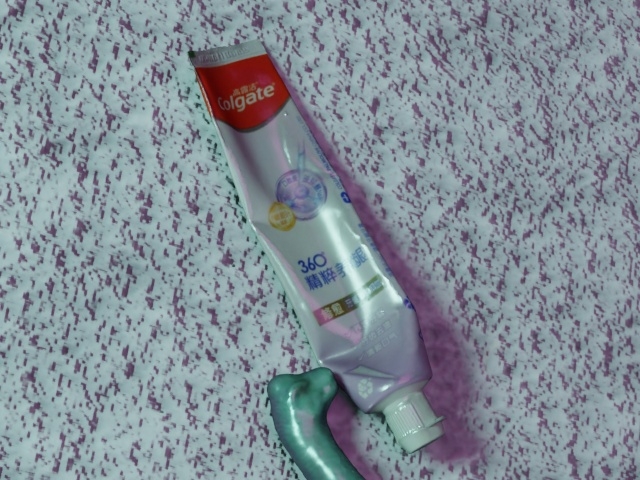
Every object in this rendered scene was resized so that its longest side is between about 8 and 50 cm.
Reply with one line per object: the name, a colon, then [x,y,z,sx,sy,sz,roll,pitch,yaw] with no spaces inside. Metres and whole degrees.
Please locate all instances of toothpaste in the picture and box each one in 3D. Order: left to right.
toothpaste: [0.000,0.000,1.187,0.075,0.048,0.301,-23,78,-24]

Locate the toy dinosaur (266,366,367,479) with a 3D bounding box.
toy dinosaur: [0.002,0.297,1.055,0.331,0.129,0.383,38,61,7]
